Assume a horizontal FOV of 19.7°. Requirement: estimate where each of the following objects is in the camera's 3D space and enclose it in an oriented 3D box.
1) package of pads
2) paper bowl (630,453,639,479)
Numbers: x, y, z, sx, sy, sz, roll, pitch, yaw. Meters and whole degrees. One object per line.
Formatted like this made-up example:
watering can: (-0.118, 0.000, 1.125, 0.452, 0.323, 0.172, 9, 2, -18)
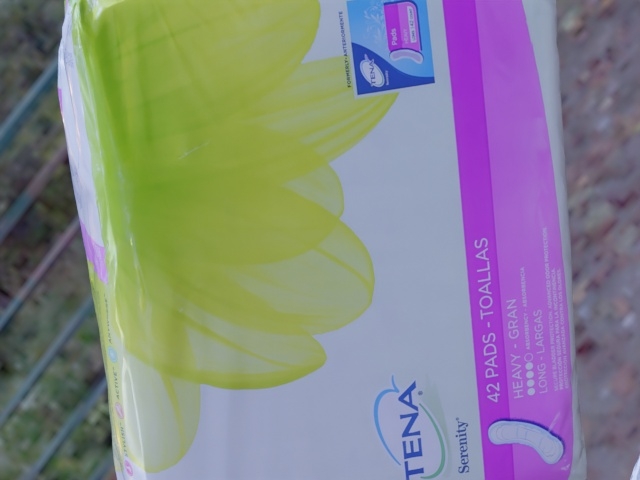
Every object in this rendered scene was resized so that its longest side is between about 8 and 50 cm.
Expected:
package of pads: (0.000, 0.000, 0.882, 0.229, 0.297, 0.101, -10, 19, -8)
paper bowl: (0.215, 0.074, 0.555, 0.284, 0.148, 0.284, -31, 34, 23)
